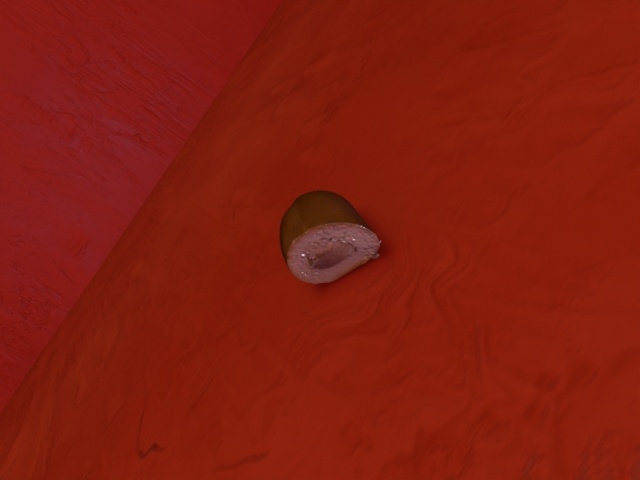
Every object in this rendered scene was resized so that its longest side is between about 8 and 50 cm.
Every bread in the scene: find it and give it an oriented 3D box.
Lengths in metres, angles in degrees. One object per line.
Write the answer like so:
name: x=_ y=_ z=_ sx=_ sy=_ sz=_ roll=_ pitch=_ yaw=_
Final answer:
bread: x=0.000 y=0.001 z=0.422 sx=0.062 sy=0.049 sz=0.103 roll=-52 pitch=18 yaw=8
